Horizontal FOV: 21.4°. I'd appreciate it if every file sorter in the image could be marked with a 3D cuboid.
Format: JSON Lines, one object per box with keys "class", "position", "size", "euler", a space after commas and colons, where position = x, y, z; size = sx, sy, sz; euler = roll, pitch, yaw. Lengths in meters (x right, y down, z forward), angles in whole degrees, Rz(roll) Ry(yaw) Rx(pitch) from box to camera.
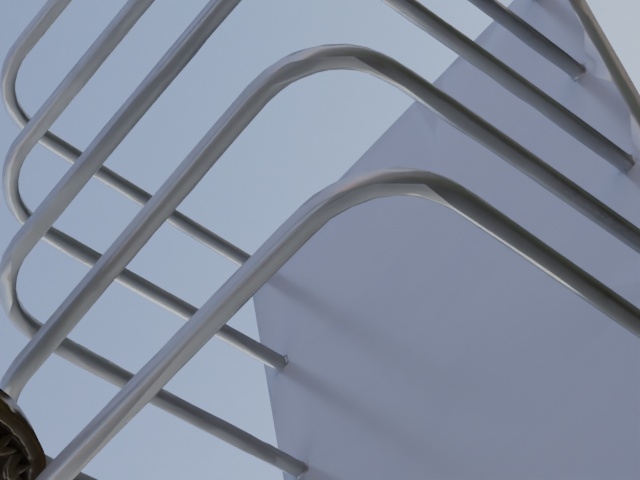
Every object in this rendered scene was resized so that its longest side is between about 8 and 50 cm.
{"class": "file sorter", "position": [0.000, 0.000, 0.578], "size": [0.173, 0.193, 0.277], "euler": [32, -156, -28]}

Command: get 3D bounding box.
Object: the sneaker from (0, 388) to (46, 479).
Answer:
{"class": "sneaker", "position": [-0.171, 0.034, 0.450], "size": [0.192, 0.086, 0.064], "euler": [12, -71, -38]}
